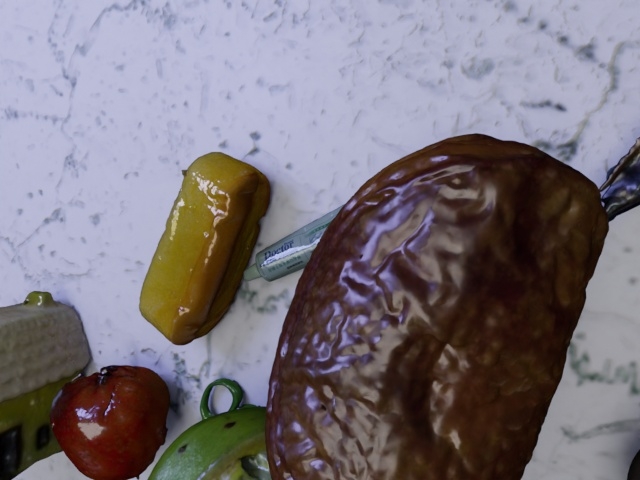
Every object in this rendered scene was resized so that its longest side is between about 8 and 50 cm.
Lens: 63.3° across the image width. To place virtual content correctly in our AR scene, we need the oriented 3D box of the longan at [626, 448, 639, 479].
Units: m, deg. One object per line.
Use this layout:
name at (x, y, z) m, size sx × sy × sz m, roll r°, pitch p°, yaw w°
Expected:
longan at (0.365, 0.244, 0.439) m, size 0.187 × 0.167 × 0.168 m, roll 22°, pitch 102°, yaw 28°

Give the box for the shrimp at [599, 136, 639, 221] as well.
shrimp at (0.391, -0.106, 0.452) m, size 0.317 × 0.062 × 0.164 m, roll -44°, pitch 83°, yaw 16°

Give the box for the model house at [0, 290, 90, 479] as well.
model house at (-0.455, 0.193, 0.727) m, size 0.174 × 0.193 × 0.234 m, roll 7°, pitch 98°, yaw 22°

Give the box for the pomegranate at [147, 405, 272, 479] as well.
pomegranate at (-0.097, 0.330, 0.556) m, size 0.340 × 0.260 × 0.260 m, roll -35°, pitch 81°, yaw -18°

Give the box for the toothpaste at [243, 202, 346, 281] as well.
toothpaste at (0.000, 0.000, 0.622) m, size 0.218 × 0.041 × 0.064 m, roll -26°, pitch 80°, yaw 17°

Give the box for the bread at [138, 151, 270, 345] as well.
bread at (-0.139, 0.016, 0.643) m, size 0.094 × 0.102 × 0.246 m, roll 29°, pitch 103°, yaw 22°

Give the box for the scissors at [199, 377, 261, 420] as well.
scissors at (-0.158, 0.283, 0.712) m, size 0.101 × 0.027 × 0.204 m, roll 43°, pitch 106°, yaw 13°

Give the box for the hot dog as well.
hot dog at (0.105, 0.104, 0.463) m, size 0.266 × 0.174 × 0.388 m, roll 20°, pitch 90°, yaw -23°

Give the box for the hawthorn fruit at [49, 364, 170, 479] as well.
hawthorn fruit at (-0.269, 0.251, 0.692) m, size 0.148 × 0.148 × 0.172 m, roll -8°, pitch 101°, yaw 21°
